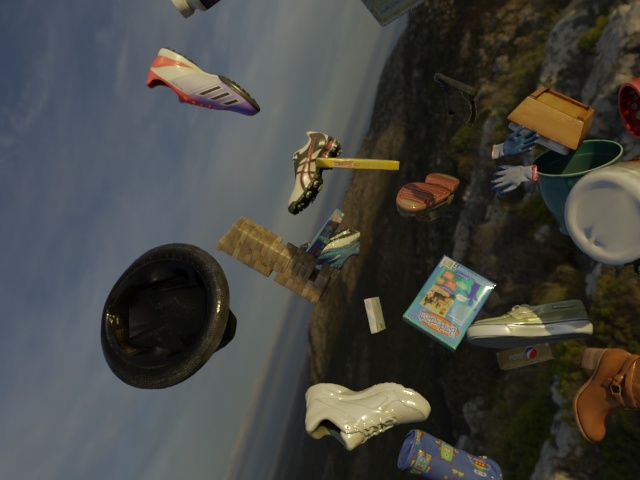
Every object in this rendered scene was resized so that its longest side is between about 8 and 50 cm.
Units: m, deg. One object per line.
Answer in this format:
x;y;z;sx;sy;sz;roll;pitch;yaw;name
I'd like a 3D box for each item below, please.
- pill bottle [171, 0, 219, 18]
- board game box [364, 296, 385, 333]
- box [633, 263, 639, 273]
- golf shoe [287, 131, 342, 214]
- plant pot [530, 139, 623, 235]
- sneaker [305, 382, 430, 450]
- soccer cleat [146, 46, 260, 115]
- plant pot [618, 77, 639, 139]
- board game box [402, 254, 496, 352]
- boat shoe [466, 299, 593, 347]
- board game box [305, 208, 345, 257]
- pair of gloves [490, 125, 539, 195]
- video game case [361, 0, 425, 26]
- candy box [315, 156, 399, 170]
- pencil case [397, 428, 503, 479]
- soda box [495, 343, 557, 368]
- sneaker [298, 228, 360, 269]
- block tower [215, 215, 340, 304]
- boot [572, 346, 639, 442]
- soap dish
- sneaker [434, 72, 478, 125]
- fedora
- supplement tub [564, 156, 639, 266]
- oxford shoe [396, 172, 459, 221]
-0.306;-0.684;1.447;0.193;0.108;0.108;-32;9;11;pill bottle
0.146;0.198;1.448;0.090;0.020;0.090;10;-112;-70;board game box
0.986;0.007;1.538;0.045;0.190;0.184;-53;-53;-43;box
-0.042;-0.209;1.689;0.273;0.120;0.105;-60;-13;-6;golf shoe
0.861;-0.161;1.793;0.272;0.271;0.255;-72;-36;-61;plant pot
0.081;0.324;0.971;0.115;0.232;0.090;-78;-23;-50;sneaker
-0.314;-0.398;1.459;0.116;0.318;0.108;-61;-3;-4;soccer cleat
1.071;-0.433;1.713;0.191;0.174;0.191;-16;-90;-80;plant pot
0.342;0.166;1.444;0.210;0.160;0.047;-52;-21;-14;board game box
0.521;0.210;1.371;0.109;0.302;0.094;73;-166;-60;boat shoe
0.000;0.000;1.643;0.136;0.035;0.201;-52;3;35;board game box
0.554;-0.229;1.550;0.159;0.023;0.198;-13;64;55;pair of gloves
0.081;-0.451;0.858;0.026;0.206;0.227;-45;17;-5;video game case
0.090;-0.196;1.380;0.105;0.205;0.027;-95;8;-77;candy box
0.379;0.654;1.582;0.133;0.306;0.119;-70;4;-46;pencil case
0.690;0.386;1.822;0.181;0.061;0.058;-25;61;31;soda box
0.027;0.070;2.196;0.130;0.330;0.147;30;136;62;sneaker
-0.117;0.052;1.514;0.097;0.335;0.091;-63;-1;24;block tower
0.833;0.445;1.508;0.220;0.109;0.284;177;104;-68;boot
0.755;-0.397;1.754;0.291;0.229;0.118;-34;-30;-50;soap dish
0.347;-0.371;1.417;0.051;0.170;0.089;2;-61;-43;sneaker
-0.297;0.166;1.143;0.152;0.334;0.334;37;-113;-56;fedora
0.708;-0.080;1.161;0.207;0.338;0.207;31;128;49;supplement tub
0.361;-0.118;1.810;0.397;0.140;0.147;-24;-50;-52;oxford shoe
